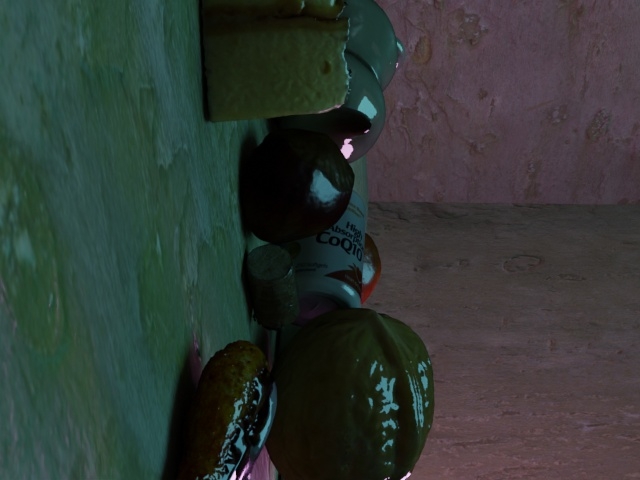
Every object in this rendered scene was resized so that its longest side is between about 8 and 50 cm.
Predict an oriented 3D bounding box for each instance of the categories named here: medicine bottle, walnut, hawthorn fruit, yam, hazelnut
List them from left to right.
[{"bbox_3d":[-0.070,0.069,1.609,0.127,0.084,0.084,88,6,-50],"label":"yam"},{"bbox_3d":[-0.043,-0.087,1.596,0.201,0.160,0.170,-2,79,-47],"label":"hazelnut"},{"bbox_3d":[0.000,0.000,1.887,0.157,0.157,0.289,82,10,-55],"label":"medicine bottle"},{"bbox_3d":[0.038,0.061,2.245,0.189,0.189,0.189,1,90,-84],"label":"hawthorn fruit"},{"bbox_3d":[0.047,0.266,1.751,0.333,0.332,0.333,1,90,-84],"label":"walnut"}]

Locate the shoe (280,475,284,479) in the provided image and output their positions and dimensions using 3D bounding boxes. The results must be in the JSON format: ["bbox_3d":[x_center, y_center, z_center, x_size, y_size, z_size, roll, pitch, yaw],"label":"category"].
[{"bbox_3d":[-0.035,0.500,2.024,0.079,0.078,0.195,-83,168,-48],"label":"shoe"}]

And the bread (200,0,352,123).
[{"bbox_3d":[-0.047,-0.264,1.298,0.135,0.178,0.240,-63,152,-74],"label":"bread"}]

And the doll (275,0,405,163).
[{"bbox_3d":[0.025,-0.289,1.882,0.215,0.226,0.370,-52,-168,43],"label":"doll"}]

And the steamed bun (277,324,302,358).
[{"bbox_3d":[0.002,0.230,1.992,0.232,0.145,0.232,1,90,-84],"label":"steamed bun"}]

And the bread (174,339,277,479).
[{"bbox_3d":[-0.117,0.223,1.191,0.139,0.095,0.269,81,25,-48],"label":"bread"}]

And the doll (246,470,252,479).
[{"bbox_3d":[-0.111,0.269,1.350,0.195,0.062,0.104,107,2,-83],"label":"doll"}]
